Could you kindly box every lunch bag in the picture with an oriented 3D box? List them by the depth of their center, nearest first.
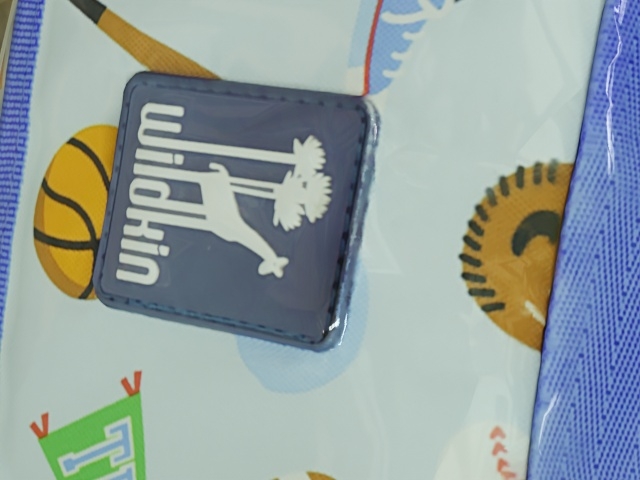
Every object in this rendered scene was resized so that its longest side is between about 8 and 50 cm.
[{"bbox_3d":[0.000,0.000,0.646,0.239,0.328,0.385,10,178,-20],"label":"lunch bag"}]
